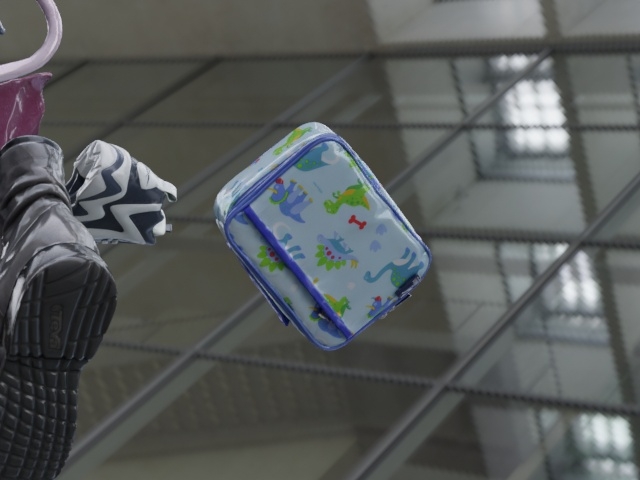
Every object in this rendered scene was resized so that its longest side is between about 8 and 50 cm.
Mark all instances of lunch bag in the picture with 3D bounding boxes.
[{"bbox_3d":[0.000,0.000,1.686,0.219,0.176,0.090,53,-3,-24],"label":"lunch bag"}]

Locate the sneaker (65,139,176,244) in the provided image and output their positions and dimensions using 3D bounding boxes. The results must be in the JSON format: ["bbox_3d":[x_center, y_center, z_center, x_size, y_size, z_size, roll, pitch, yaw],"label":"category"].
[{"bbox_3d":[-0.268,-0.020,1.938,0.153,0.094,0.235,24,-53,-30],"label":"sneaker"}]

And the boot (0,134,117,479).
[{"bbox_3d":[-0.292,0.089,1.463,0.338,0.118,0.223,-58,-145,21],"label":"boot"}]

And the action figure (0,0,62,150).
[{"bbox_3d":[-0.422,-0.091,1.617,0.248,0.370,0.275,49,-50,-3],"label":"action figure"}]
